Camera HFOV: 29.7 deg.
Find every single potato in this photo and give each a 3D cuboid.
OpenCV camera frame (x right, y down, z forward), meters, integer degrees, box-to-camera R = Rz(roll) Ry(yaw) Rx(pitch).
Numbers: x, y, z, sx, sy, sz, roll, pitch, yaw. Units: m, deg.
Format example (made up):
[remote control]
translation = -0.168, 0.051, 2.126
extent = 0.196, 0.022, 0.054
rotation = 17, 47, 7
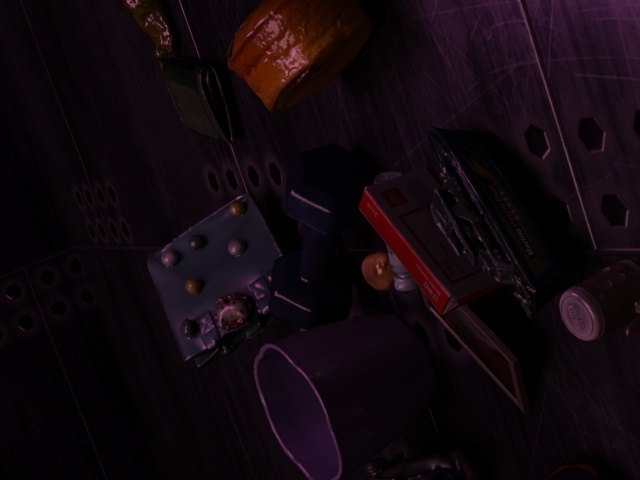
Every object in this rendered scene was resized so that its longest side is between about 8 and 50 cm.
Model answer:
[potato]
translation = 0.102, 0.049, 1.992
extent = 0.068, 0.062, 0.083
rotation = 35, 176, 0

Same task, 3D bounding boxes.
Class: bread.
[bread]
translation = -0.034, -0.301, 1.808
extent = 0.143, 0.195, 0.269
rotation = 54, 156, 4

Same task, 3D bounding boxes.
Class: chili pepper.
[chili pepper]
translation = -0.347, -0.465, 2.410
extent = 0.072, 0.073, 0.204
rotation = -18, 107, 47

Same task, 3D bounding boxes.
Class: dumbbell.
[dumbbell]
translation = 0.000, 0.000, 2.017
extent = 0.325, 0.144, 0.160
rotation = 100, 174, -46

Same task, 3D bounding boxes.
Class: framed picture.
[framed picture]
translation = 0.223, 0.135, 1.810
extent = 0.250, 0.016, 0.184
rotation = 48, 171, 31

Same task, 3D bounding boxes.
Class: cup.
[cup]
translation = 0.359, 0.086, 1.483
extent = 0.102, 0.099, 0.074
rotation = 50, 151, 30

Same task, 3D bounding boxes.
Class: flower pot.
[flower pot]
translation = 0.051, 0.251, 2.052
extent = 0.265, 0.243, 0.265
rotation = 40, 142, 40

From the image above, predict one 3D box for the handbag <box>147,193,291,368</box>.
[handbag]
translation = -0.182, 0.065, 2.279
extent = 0.100, 0.268, 0.274
rotation = 49, -167, -51

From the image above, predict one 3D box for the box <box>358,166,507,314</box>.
[box]
translation = 0.167, 0.000, 1.757
extent = 0.229, 0.123, 0.050
rotation = 54, 147, 25

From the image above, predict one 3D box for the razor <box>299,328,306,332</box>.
[razor]
translation = -0.010, 0.121, 2.291
extent = 0.191, 0.037, 0.068
rotation = 101, 148, -48

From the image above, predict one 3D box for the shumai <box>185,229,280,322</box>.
[shumai]
translation = -0.182, 0.070, 2.470
extent = 0.256, 0.189, 0.218
rotation = 144, 119, -80

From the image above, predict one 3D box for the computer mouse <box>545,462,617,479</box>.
[computer mouse]
translation = 0.371, 0.455, 1.760
extent = 0.183, 0.116, 0.323
rotation = 51, 152, 39

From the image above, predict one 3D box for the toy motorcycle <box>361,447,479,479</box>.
[toy motorcycle]
translation = 0.170, 0.409, 2.047
extent = 0.307, 0.173, 0.108
rotation = 154, 104, -71

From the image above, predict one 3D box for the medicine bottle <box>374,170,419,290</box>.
[medicine bottle]
translation = 0.124, -0.014, 1.906
extent = 0.051, 0.051, 0.191
rotation = 25, 132, 54

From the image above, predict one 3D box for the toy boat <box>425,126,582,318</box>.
[toy boat]
translation = 0.221, -0.035, 1.625
extent = 0.296, 0.122, 0.114
rotation = 59, 177, 21

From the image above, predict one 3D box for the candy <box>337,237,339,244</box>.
[candy]
translation = 0.008, -0.043, 2.133
extent = 0.035, 0.035, 0.123
rotation = 11, 113, 54

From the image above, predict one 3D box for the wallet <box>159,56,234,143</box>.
[wallet]
translation = -0.241, -0.280, 2.383
extent = 0.236, 0.055, 0.160
rotation = 27, 138, 61

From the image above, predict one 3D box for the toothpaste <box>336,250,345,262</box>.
[toothpaste]
translation = 0.032, 0.055, 2.187
extent = 0.024, 0.015, 0.083
rotation = 41, 141, 28
